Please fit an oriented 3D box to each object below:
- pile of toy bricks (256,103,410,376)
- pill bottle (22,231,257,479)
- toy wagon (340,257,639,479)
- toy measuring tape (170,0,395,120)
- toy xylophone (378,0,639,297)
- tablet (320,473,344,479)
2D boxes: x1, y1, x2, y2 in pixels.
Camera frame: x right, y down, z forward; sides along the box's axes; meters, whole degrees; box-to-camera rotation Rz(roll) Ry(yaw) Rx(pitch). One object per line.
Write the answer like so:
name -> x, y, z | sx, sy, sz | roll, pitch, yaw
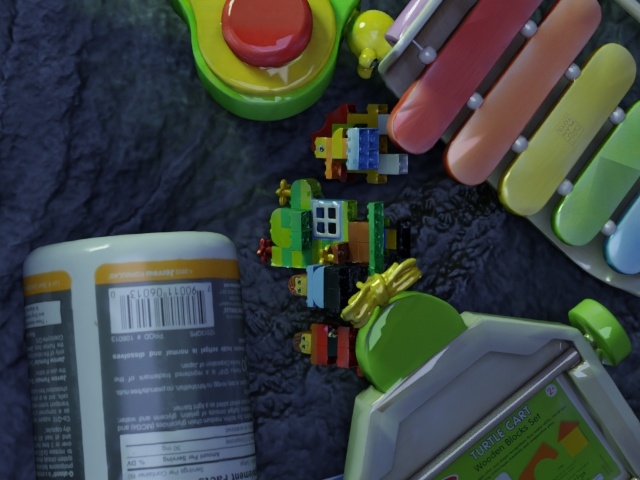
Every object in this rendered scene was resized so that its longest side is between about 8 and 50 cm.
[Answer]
pile of toy bricks -> 0.000, 0.000, 1.299 | 0.105, 0.118, 0.212 | 3, 96, 31
pill bottle -> -0.130, 0.138, 1.228 | 0.162, 0.162, 0.278 | -4, 86, -8
toy wagon -> 0.129, 0.158, 1.270 | 0.267, 0.068, 0.344 | -38, 104, -10
toy measuring tape -> -0.104, -0.156, 1.287 | 0.330, 0.121, 0.121 | 5, 84, 0
toy xylophone -> 0.194, -0.114, 1.308 | 0.322, 0.081, 0.236 | 33, 80, -19
tablet -> -0.008, 0.219, 1.314 | 0.083, 0.006, 0.054 | -15, 87, -8
